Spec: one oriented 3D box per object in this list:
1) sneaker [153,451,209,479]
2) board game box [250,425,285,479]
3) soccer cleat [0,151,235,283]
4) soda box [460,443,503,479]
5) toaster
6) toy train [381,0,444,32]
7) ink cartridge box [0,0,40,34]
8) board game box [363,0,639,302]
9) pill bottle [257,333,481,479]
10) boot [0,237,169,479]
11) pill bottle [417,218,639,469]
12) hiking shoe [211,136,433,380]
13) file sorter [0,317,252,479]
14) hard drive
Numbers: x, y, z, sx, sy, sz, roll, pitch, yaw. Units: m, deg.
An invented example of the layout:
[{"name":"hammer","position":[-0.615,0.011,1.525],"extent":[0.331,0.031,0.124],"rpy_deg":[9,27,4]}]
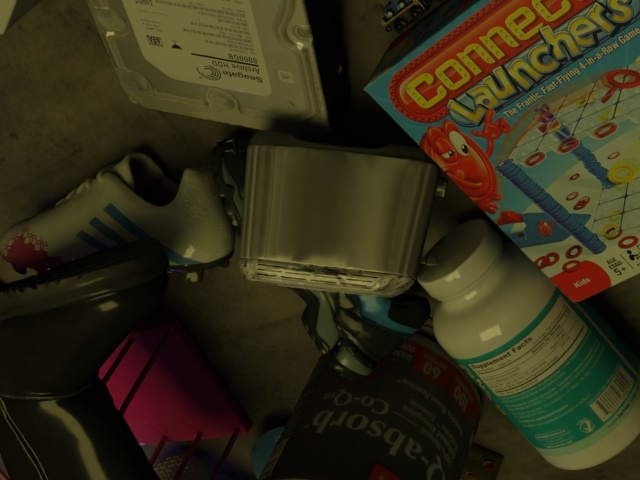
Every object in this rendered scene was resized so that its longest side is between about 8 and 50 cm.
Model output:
[{"name":"sneaker","position":[-0.181,0.484,1.734],"extent":[0.137,0.210,0.366],"rpy_deg":[9,97,33]},{"name":"board game box","position":[-0.009,0.299,1.557],"extent":[0.168,0.033,0.133],"rpy_deg":[20,130,2]},{"name":"soccer cleat","position":[-0.242,-0.033,1.341],"extent":[0.331,0.116,0.143],"rpy_deg":[1,107,28]},{"name":"soda box","position":[0.174,0.337,1.475],"extent":[0.058,0.061,0.181],"rpy_deg":[23,135,8]},{"name":"toaster","position":[0.007,-0.024,1.131],"extent":[0.227,0.146,0.129],"rpy_deg":[6,176,6]},{"name":"toy train","position":[0.107,-0.235,1.027],"extent":[0.036,0.027,0.158],"rpy_deg":[46,133,-11]},{"name":"ink cartridge box","position":[-0.357,-0.330,1.130],"extent":[0.212,0.093,0.154],"rpy_deg":[34,135,-7]},{"name":"board game box","position":[0.250,-0.123,1.012],"extent":[0.302,0.086,0.308],"rpy_deg":[43,134,-14]},{"name":"pill bottle","position":[0.037,0.286,1.284],"extent":[0.210,0.363,0.210],"rpy_deg":[14,134,15]},{"name":"boot","position":[-0.223,0.242,1.279],"extent":[0.367,0.146,0.445],"rpy_deg":[-15,98,44]},{"name":"pill bottle","position":[0.216,0.102,1.187],"extent":[0.146,0.146,0.264],"rpy_deg":[-27,112,40]},{"name":"hiking shoe","position":[0.000,0.000,1.255],"extent":[0.132,0.113,0.304],"rpy_deg":[-35,100,5]},{"name":"file sorter","position":[-0.287,0.255,1.548],"extent":[0.290,0.182,0.202],"rpy_deg":[-12,123,34]},{"name":"hard drive","position":[-0.109,-0.233,1.050],"extent":[0.237,0.064,0.339],"rpy_deg":[13,150,17]}]
